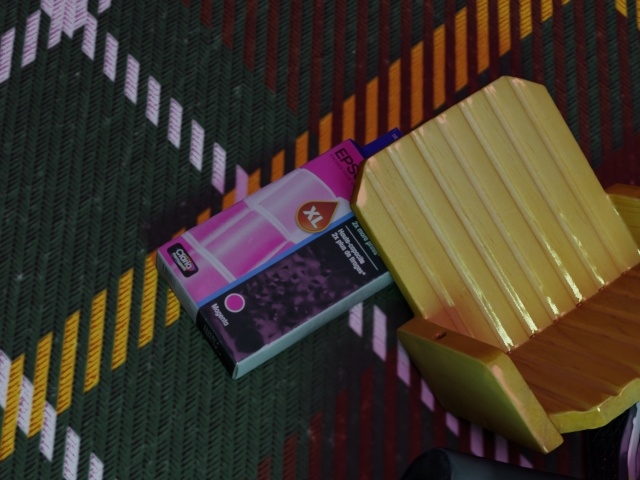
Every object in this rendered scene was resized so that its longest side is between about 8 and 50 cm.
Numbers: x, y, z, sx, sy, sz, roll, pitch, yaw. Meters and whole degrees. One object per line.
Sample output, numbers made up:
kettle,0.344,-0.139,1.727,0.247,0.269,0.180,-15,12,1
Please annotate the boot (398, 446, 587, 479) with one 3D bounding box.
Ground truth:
boot,0.286,0.262,1.606,0.445,0.146,0.367,13,96,-24

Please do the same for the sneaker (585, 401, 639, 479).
sneaker,0.368,0.268,1.814,0.097,0.084,0.234,23,64,-23

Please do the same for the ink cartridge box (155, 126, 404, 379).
ink cartridge box,0.000,0.000,1.886,0.371,0.069,0.175,-30,73,-20

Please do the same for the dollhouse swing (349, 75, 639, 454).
dollhouse swing,0.258,-0.003,1.777,0.347,0.315,0.305,-31,109,-18
